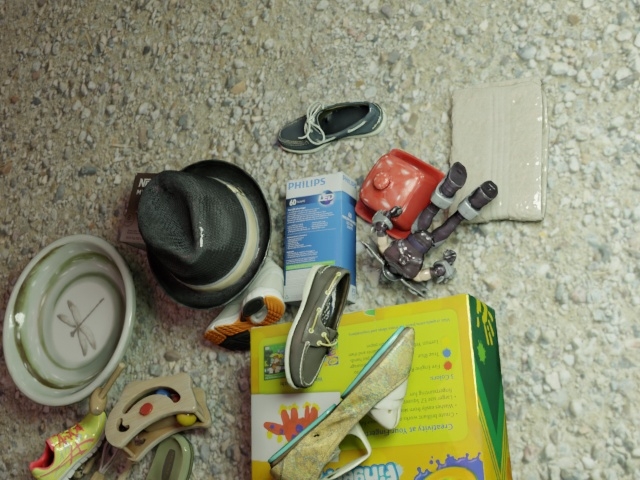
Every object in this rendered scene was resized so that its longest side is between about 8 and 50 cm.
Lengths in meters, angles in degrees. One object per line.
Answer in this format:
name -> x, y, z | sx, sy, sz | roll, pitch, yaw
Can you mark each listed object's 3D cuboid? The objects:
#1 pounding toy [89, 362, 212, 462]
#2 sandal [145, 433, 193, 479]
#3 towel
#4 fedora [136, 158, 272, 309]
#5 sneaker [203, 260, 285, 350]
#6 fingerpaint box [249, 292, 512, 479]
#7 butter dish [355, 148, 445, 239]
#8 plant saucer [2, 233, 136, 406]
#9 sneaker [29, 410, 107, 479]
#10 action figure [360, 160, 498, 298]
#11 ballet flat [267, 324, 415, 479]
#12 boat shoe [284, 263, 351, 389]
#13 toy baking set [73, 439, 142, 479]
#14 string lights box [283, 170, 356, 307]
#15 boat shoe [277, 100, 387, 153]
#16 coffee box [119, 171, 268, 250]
pounding toy -> -0.374, 0.352, 1.764 | 0.269, 0.155, 0.154 | -13, 46, 18
sandal -> -0.348, 0.548, 1.766 | 0.120, 0.086, 0.303 | 4, 77, 31
towel -> 0.334, -0.168, 1.615 | 0.187, 0.049, 0.282 | -3, 75, 31
fedora -> -0.262, -0.029, 1.705 | 0.334, 0.152, 0.334 | -10, 69, 28
sneaker -> -0.147, 0.136, 1.758 | 0.262, 0.099, 0.121 | -37, 32, 42
fingerpaint box -> 0.100, 0.319, 1.534 | 0.444, 0.163, 0.371 | -13, 69, 27
butter dish -> 0.141, -0.101, 1.662 | 0.160, 0.118, 0.160 | 34, 93, 33
plant saucer -> -0.564, 0.187, 1.989 | 0.400, 0.100, 0.400 | -8, 72, 28
sneaker -> -0.555, 0.450, 1.884 | 0.081, 0.094, 0.208 | 16, 64, 51
action figure -> 0.197, -0.011, 1.575 | 0.185, 0.099, 0.285 | 36, 121, -9
ballet flat -> 0.061, 0.293, 1.410 | 0.348, 0.123, 0.123 | -47, 59, 9
boat shoe -> -0.002, 0.152, 1.500 | 0.068, 0.081, 0.228 | 3, 73, 35
toy baking set -> -0.502, 0.523, 1.865 | 0.256, 0.030, 0.197 | -16, 51, 23
string lights box -> 0.000, 0.000, 1.737 | 0.133, 0.077, 0.260 | -7, 72, 27
boat shoe -> 0.012, -0.243, 1.801 | 0.254, 0.079, 0.095 | -3, 74, 29
coffee box -> -0.281, -0.053, 1.887 | 0.297, 0.119, 0.168 | 5, 77, 31
